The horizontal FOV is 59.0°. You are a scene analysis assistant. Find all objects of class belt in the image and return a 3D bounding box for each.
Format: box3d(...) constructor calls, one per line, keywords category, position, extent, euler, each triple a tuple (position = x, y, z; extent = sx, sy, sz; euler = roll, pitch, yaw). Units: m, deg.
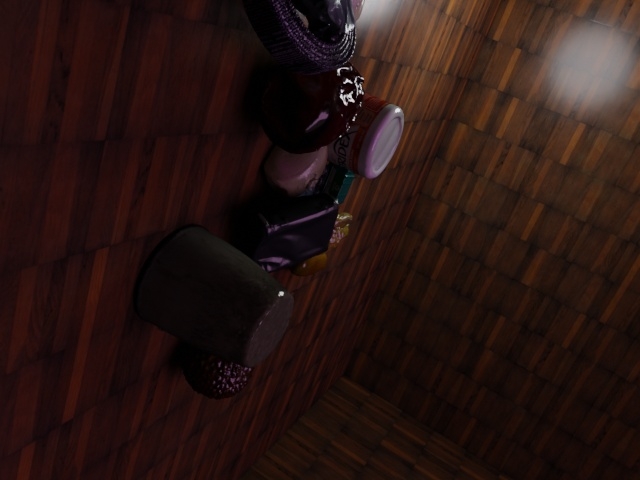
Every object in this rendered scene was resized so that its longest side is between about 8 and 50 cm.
box3d(category="belt", position=(-0.039, -0.523, 1.245), extent=(0.325, 0.122, 0.260), euler=(52, 56, -33))

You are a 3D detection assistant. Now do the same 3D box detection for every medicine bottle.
box3d(category="medicine bottle", position=(0.119, -0.359, 1.868), extent=(0.252, 0.240, 0.253), euler=(-50, 157, -30))

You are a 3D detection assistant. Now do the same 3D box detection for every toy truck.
box3d(category="toy truck", position=(0.033, -0.193, 2.064), extent=(0.114, 0.124, 0.254), euler=(-11, 125, -63))

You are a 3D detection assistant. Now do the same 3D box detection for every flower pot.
box3d(category="flower pot", position=(-0.258, 0.154, 1.468), extent=(0.294, 0.330, 0.294), euler=(-51, 156, -32))

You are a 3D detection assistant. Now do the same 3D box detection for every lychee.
box3d(category="lychee", position=(-0.312, 0.366, 1.773), extent=(0.271, 0.235, 0.236), euler=(-63, 161, 2))

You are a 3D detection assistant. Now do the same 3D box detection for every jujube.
box3d(category="jujube", position=(-0.020, -0.374, 1.509), extent=(0.377, 0.258, 0.259), euler=(-56, 164, -57))

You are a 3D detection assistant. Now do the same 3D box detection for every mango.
box3d(category="mango", position=(-0.053, 0.087, 2.224), extent=(0.136, 0.099, 0.227), euler=(-36, 172, 22))

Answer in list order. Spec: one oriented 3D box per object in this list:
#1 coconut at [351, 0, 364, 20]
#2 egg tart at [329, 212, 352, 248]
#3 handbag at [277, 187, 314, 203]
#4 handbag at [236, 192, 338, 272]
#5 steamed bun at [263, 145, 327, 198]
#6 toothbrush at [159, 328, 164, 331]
box3d(category="coconut", position=(0.039, -0.628, 1.426), extent=(0.161, 0.161, 0.162), euler=(-43, 161, -44))
box3d(category="egg tart", position=(0.000, 0.000, 2.080), extent=(0.290, 0.107, 0.291), euler=(-27, 173, -4))
box3d(category="handbag", position=(-0.077, -0.153, 1.929), extent=(0.179, 0.062, 0.229), euler=(-51, 158, -37))
box3d(category="handbag", position=(-0.111, -0.048, 1.739), extent=(0.301, 0.178, 0.275), euler=(-21, 145, -27))
box3d(category="steamed bun", position=(-0.053, -0.240, 1.723), extent=(0.239, 0.152, 0.170), euler=(-54, 160, -16))
box3d(category="toothbrush", position=(-0.396, 0.191, 1.636), extent=(0.194, 0.017, 0.014), euler=(-51, 164, -35))
